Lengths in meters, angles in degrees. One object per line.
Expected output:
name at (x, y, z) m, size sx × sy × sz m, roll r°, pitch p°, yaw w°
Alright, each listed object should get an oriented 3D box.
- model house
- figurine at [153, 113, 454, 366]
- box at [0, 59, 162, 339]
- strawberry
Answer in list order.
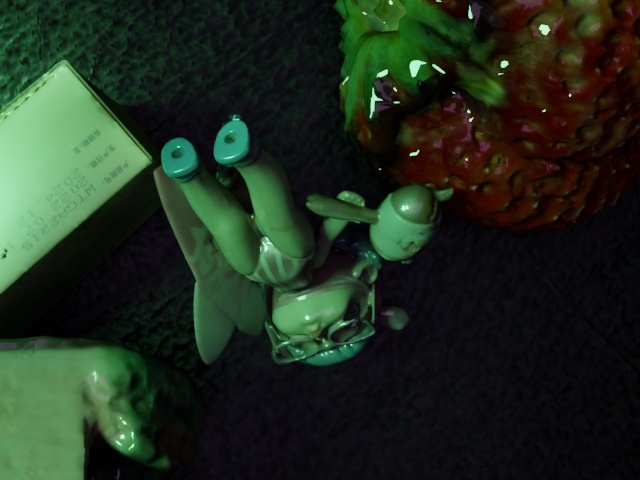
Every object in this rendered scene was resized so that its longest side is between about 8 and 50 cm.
model house at (-0.179, 0.215, 0.741) m, size 0.202 × 0.237 × 0.237 m, roll 6°, pitch 58°, yaw -19°
figurine at (-0.009, -0.007, 0.795) m, size 0.205 × 0.260 × 0.103 m, roll -25°, pitch 51°, yaw 8°
box at (-0.210, -0.011, 0.816) m, size 0.212 × 0.168 × 0.095 m, roll -42°, pitch 85°, yaw -1°
strawberry at (0.151, -0.145, 0.815) m, size 0.288 × 0.250 × 0.238 m, roll 1°, pitch 55°, yaw -23°
